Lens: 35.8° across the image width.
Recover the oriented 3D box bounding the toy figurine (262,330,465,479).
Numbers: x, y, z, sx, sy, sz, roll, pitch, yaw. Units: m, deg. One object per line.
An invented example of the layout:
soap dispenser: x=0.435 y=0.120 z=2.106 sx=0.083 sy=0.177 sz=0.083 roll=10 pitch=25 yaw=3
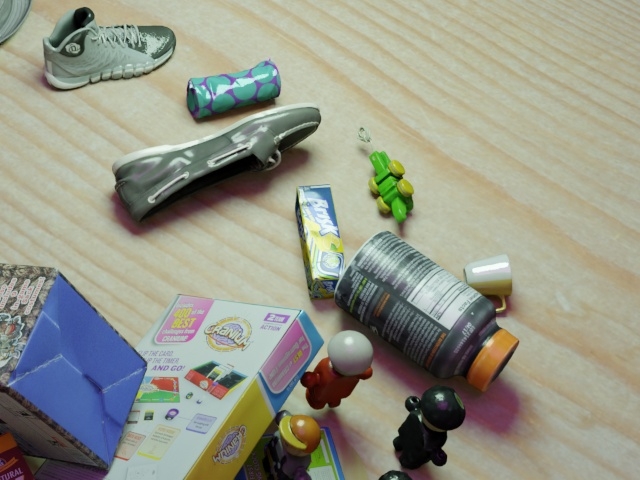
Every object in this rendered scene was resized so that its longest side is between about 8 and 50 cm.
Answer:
toy figurine: x=0.052 y=0.241 z=1.221 sx=0.213 sy=0.148 sz=0.209 roll=34 pitch=48 yaw=6

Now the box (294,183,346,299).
box: x=0.000 y=0.000 z=1.463 sx=0.054 sy=0.059 sz=0.169 roll=-5 pitch=57 yaw=-9

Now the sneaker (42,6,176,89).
sneaker: x=-0.343 y=-0.330 z=1.611 sx=0.229 sy=0.132 sz=0.086 roll=-23 pitch=61 yaw=-19

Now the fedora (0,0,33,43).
fedora: x=-0.623 y=-0.421 z=1.654 sx=0.244 sy=0.124 sz=0.275 roll=28 pitch=58 yaw=13

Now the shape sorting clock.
shape sorting clock: x=-0.037 y=0.315 z=1.256 sx=0.206 sy=0.040 sz=0.206 roll=10 pitch=50 yaw=-12

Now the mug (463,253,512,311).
mug: x=0.244 y=0.059 z=1.447 sx=0.064 sy=0.062 sz=0.078 roll=-6 pitch=50 yaw=0

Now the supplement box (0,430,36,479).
supplement box: x=-0.360 y=0.356 z=1.099 sx=0.129 sy=0.194 sz=0.191 roll=-24 pitch=61 yaw=-28

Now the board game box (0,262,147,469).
board game box: x=-0.391 y=0.139 z=1.147 sx=0.291 sy=0.232 sz=0.141 roll=4 pitch=58 yaw=22

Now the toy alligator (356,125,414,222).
toy alligator: x=0.108 y=-0.101 z=1.550 sx=0.051 sy=0.056 sz=0.189 roll=19 pitch=40 yaw=-45

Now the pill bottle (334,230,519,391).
pill bottle: x=0.150 y=0.103 z=1.364 sx=0.246 sy=0.130 sz=0.130 roll=36 pitch=60 yaw=18

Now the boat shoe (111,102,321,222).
boat shoe: x=-0.146 y=-0.116 z=1.510 sx=0.335 sy=0.112 sz=0.095 roll=-19 pitch=77 yaw=-11

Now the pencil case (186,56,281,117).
pencil case: x=-0.143 y=-0.249 z=1.616 sx=0.152 sy=0.064 sz=0.070 roll=-15 pitch=75 yaw=-15

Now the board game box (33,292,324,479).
board game box: x=-0.173 y=0.209 z=1.229 sx=0.242 sy=0.064 sz=0.316 roll=4 pitch=47 yaw=41
